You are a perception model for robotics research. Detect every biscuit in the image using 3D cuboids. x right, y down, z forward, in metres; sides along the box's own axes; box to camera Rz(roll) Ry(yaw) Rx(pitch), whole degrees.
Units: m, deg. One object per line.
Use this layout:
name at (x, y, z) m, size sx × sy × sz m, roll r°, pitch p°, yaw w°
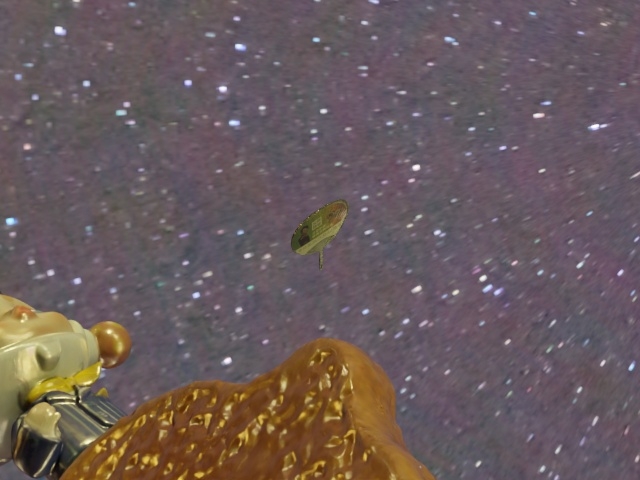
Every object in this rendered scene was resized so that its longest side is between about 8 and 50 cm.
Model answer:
biscuit at (-0.054, 0.164, 0.442) m, size 0.257 × 0.273 × 0.049 m, roll -30°, pitch -53°, yaw 34°

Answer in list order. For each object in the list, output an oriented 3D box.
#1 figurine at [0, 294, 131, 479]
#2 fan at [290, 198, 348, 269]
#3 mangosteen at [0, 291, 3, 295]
figurine at (-0.196, 0.124, 0.913) m, size 0.274 × 0.194 × 0.133 m, roll 19°, pitch -69°, yaw 11°
fan at (-0.005, -0.001, 1.034) m, size 0.003 × 0.060 × 0.080 m, roll 43°, pitch -54°, yaw 30°
mangosteen at (-0.427, 0.139, 1.136) m, size 0.297 × 0.297 × 0.313 m, roll 37°, pitch -53°, yaw 13°
